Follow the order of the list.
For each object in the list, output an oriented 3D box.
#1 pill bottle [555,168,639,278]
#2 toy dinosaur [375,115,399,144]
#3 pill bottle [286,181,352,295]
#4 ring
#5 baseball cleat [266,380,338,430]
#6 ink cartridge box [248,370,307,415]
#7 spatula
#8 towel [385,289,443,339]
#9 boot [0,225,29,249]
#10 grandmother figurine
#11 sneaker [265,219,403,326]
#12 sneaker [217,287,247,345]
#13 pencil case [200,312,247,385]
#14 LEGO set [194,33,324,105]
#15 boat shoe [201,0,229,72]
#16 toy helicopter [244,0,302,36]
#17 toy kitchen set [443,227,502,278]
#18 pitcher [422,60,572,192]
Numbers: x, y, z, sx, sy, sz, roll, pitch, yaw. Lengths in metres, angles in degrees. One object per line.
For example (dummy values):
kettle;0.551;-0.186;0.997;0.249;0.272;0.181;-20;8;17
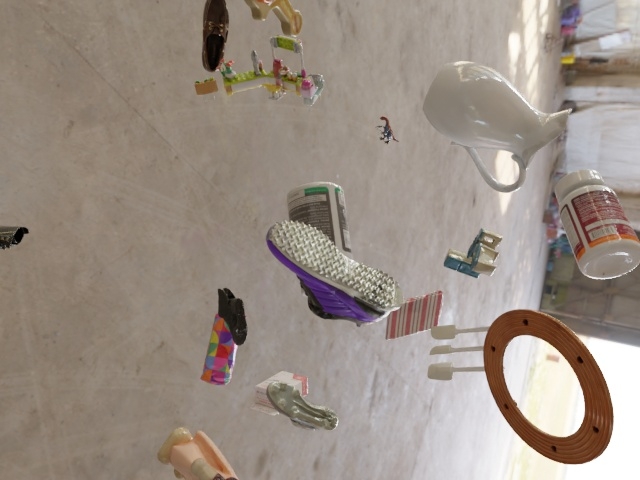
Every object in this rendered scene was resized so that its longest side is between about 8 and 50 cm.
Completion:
pill bottle;0.580;-0.039;1.129;0.121;0.121;0.221;65;20;-48
toy dinosaur;0.191;-0.323;1.538;0.090;0.047;0.082;-14;141;-26
pill bottle;0.000;0.000;1.822;0.204;0.204;0.361;26;54;-62
ring;0.479;0.308;1.145;0.032;0.336;0.337;-12;114;-24
baseball cleat;-0.059;0.394;1.228;0.205;0.109;0.072;37;47;-21
ink cartridge box;-0.144;0.519;1.820;0.198;0.115;0.067;-16;107;-57
spatula;0.423;0.321;1.549;0.019;0.241;0.168;40;51;-38
towel;0.293;0.234;1.677;0.196;0.029;0.144;-10;123;-19
boot;-0.777;0.014;1.213;0.198;0.136;0.077;-88;-175;-52
grandmother figurine;-0.156;0.441;0.921;0.104;0.342;0.208;-53;133;-21
sneaker;0.003;0.085;1.026;0.146;0.293;0.102;-46;-162;39
sneaker;-0.270;0.228;1.605;0.051;0.089;0.170;-5;91;-50
pencil case;-0.310;0.343;1.703;0.104;0.104;0.237;43;55;-58
LEGO set;-0.128;-0.360;1.113;0.132;0.286;0.107;-67;159;-43
boat shoe;-0.289;-0.570;1.470;0.073;0.073;0.207;-123;-144;-63
toy helicopter;-0.132;-0.734;1.554;0.355;0.140;0.235;35;72;-65
toy kitchen set;0.456;0.069;1.643;0.207;0.122;0.166;101;12;-50
pitcher;0.267;-0.182;0.871;0.125;0.207;0.178;-48;164;-47
